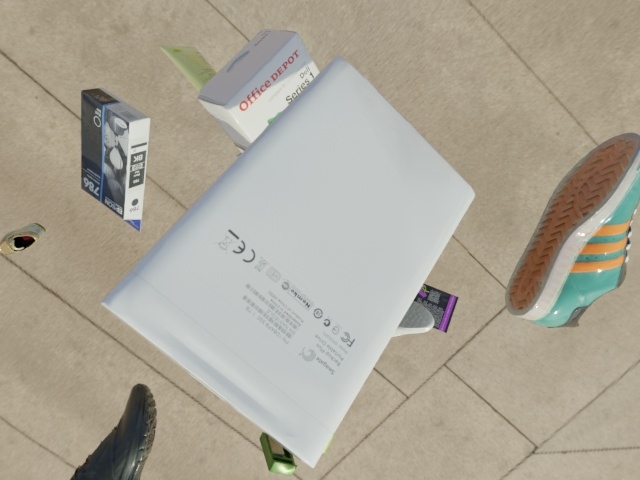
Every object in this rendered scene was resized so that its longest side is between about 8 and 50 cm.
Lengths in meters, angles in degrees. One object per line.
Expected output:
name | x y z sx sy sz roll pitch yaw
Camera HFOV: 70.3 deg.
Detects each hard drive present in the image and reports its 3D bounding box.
hard drive | 0.000 0.000 0.467 0.233 0.047 0.353 42 65 -11

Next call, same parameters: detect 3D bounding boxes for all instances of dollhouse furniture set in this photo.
dollhouse furniture set | -0.018 0.208 0.560 0.076 0.058 0.152 23 100 -23

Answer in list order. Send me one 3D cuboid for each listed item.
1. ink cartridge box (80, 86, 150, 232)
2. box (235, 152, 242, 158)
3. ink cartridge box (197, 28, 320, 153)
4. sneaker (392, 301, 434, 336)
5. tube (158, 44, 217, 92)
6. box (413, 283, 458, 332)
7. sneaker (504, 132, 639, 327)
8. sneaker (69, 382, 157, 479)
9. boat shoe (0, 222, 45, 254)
ink cartridge box | -0.500 -0.176 1.096 0.165 0.065 0.333 32 127 16
box | -0.136 -0.147 1.120 0.072 0.137 0.126 -30 76 -6
ink cartridge box | -0.060 -0.194 0.727 0.160 0.092 0.219 -50 135 -10
sneaker | 0.218 0.229 1.283 0.234 0.090 0.095 -1 133 41
tube | -0.284 -0.392 1.046 0.062 0.070 0.240 -42 60 5
box | 0.323 0.196 1.375 0.161 0.029 0.116 23 82 -1
sneaker | 0.400 -0.003 0.672 0.120 0.108 0.303 19 111 -13
sneaker | -0.387 0.412 0.845 0.129 0.109 0.287 9 65 -6
boat shoe | -0.717 0.003 1.078 0.135 0.045 0.050 -27 126 18
